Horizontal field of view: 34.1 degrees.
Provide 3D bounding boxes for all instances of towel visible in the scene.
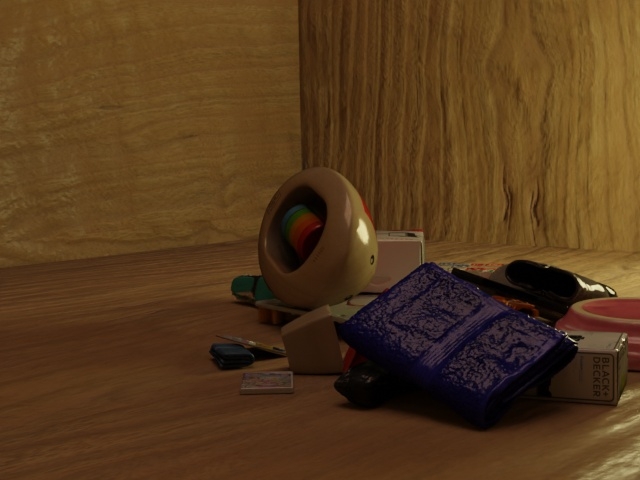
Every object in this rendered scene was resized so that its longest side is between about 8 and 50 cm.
[{"bbox_3d":[-0.165,0.214,1.947,0.067,0.029,0.119,1,3,-16],"label":"towel"},{"bbox_3d":[0.207,0.145,1.602,0.227,0.076,0.308,-30,39,-33],"label":"towel"}]

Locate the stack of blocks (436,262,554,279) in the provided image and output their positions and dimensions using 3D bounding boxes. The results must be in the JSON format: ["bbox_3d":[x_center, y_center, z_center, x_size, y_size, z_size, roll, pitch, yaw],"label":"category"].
[{"bbox_3d":[0.434,0.110,2.630,0.297,0.087,0.171,1,6,16],"label":"stack of blocks"}]

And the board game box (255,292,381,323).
[{"bbox_3d":[0.117,0.161,2.357,0.389,0.050,0.390,-5,7,-40],"label":"board game box"}]

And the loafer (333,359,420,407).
[{"bbox_3d":[0.109,0.210,1.680,0.078,0.076,0.223,13,16,37],"label":"loafer"}]

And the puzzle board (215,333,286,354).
[{"bbox_3d":[-0.131,0.200,2.024,0.096,0.011,0.128,19,-8,-35],"label":"puzzle board"}]

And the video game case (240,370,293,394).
[{"bbox_3d":[-0.089,0.239,1.761,0.087,0.011,0.122,-1,5,-2],"label":"video game case"}]

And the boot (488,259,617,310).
[{"bbox_3d":[0.473,0.087,2.329,0.338,0.118,0.222,5,-11,45],"label":"boot"}]

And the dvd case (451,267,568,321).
[{"bbox_3d":[0.400,0.119,2.252,0.252,0.022,0.180,19,-7,8],"label":"dvd case"}]

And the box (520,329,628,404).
[{"bbox_3d":[0.347,0.198,1.704,0.289,0.087,0.169,0,5,20],"label":"box"}]

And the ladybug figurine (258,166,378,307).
[{"bbox_3d":[0.000,0.000,2.334,0.161,0.305,0.449,26,14,-28],"label":"ladybug figurine"}]

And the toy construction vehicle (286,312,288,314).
[{"bbox_3d":[-0.074,0.139,2.500,0.085,0.098,0.035,6,-36,-35],"label":"toy construction vehicle"}]

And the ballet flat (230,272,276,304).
[{"bbox_3d":[-0.140,0.128,2.625,0.077,0.091,0.241,22,-4,-33],"label":"ballet flat"}]

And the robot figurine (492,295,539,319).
[{"bbox_3d":[0.307,0.163,2.098,0.290,0.085,0.211,-3,7,-17],"label":"robot figurine"}]

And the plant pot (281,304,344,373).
[{"bbox_3d":[-0.016,0.185,1.873,0.096,0.109,0.109,-13,6,-1],"label":"plant pot"}]

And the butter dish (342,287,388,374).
[{"bbox_3d":[0.118,0.179,1.815,0.118,0.160,0.160,23,9,8],"label":"butter dish"}]

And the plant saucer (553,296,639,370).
[{"bbox_3d":[0.596,0.167,1.960,0.331,0.084,0.332,-1,8,0],"label":"plant saucer"}]

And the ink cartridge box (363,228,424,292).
[{"bbox_3d":[0.149,0.047,2.600,0.226,0.131,0.306,-1,4,6],"label":"ink cartridge box"}]
